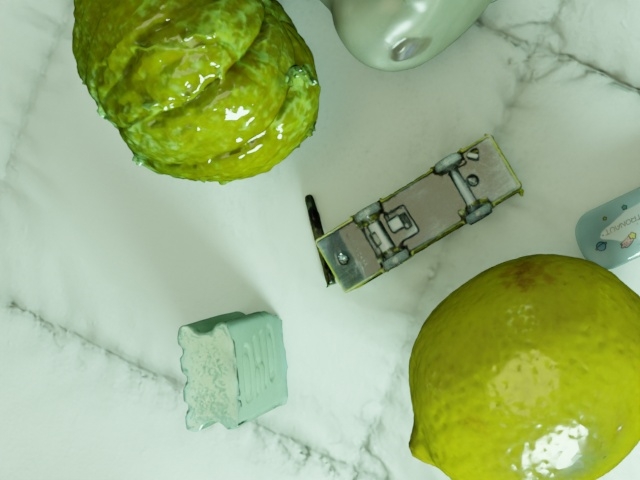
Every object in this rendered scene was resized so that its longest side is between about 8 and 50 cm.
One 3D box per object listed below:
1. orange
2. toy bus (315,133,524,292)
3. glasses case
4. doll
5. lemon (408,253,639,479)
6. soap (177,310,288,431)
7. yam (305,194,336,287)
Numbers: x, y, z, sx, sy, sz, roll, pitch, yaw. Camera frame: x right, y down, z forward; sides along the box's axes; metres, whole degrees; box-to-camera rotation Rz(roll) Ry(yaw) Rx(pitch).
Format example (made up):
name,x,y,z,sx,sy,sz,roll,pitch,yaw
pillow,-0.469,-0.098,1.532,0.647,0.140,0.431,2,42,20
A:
name,x,y,z,sx,sy,sz,roll,pitch,yaw
orange,-0.142,-0.193,1.672,0.223,0.300,0.301,-37,91,6
toy bus,0.110,-0.026,1.735,0.226,0.074,0.081,-33,83,11
glasses case,0.357,-0.028,1.695,0.178,0.045,0.067,-26,86,11
doll,0.034,-0.336,1.679,0.370,0.226,0.215,32,132,6
lemon,0.216,0.140,1.627,0.267,0.267,0.267,0,91,12
soap,-0.091,0.136,1.718,0.063,0.198,0.114,-4,92,14
yam,0.000,0.000,1.790,0.014,0.014,0.107,-15,86,12
